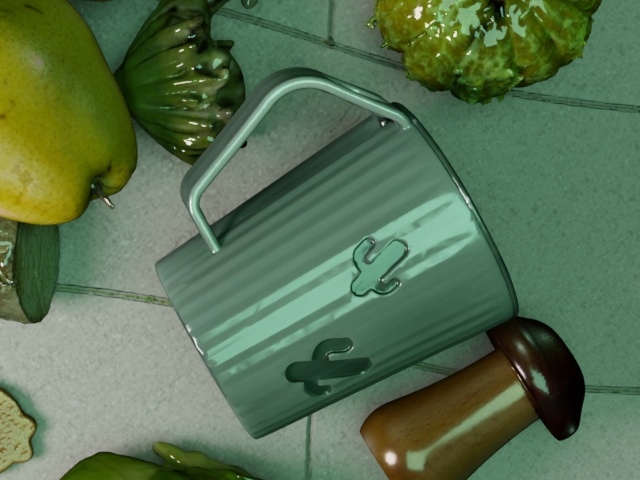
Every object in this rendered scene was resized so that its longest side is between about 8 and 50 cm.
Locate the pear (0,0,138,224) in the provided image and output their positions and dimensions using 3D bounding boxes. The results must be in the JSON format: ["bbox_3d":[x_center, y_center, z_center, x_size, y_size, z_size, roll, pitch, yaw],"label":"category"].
[{"bbox_3d":[-0.372,-0.173,1.668,0.336,0.285,0.285,15,91,-3],"label":"pear"}]

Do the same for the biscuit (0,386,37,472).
[{"bbox_3d":[-0.484,0.257,1.834,0.225,0.036,0.166,-20,97,-11],"label":"biscuit"}]

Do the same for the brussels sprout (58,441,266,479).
[{"bbox_3d":[-0.192,0.430,1.780,0.371,0.315,0.276,11,115,-16],"label":"brussels sprout"}]

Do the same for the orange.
[{"bbox_3d":[0.213,-0.320,1.833,0.300,0.223,0.301,37,90,1],"label":"orange"}]

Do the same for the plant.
[{"bbox_3d":[-0.242,-0.206,1.834,0.333,0.180,0.251,-5,93,20],"label":"plant"}]

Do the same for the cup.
[{"bbox_3d":[0.001,0.006,1.785,0.392,0.310,0.401,-29,82,-4],"label":"cup"}]

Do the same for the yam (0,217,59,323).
[{"bbox_3d":[-0.477,0.003,1.759,0.304,0.168,0.168,11,91,-9],"label":"yam"}]

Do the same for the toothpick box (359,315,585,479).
[{"bbox_3d":[0.209,0.227,1.885,0.294,0.192,0.192,-33,98,-2],"label":"toothpick box"}]
